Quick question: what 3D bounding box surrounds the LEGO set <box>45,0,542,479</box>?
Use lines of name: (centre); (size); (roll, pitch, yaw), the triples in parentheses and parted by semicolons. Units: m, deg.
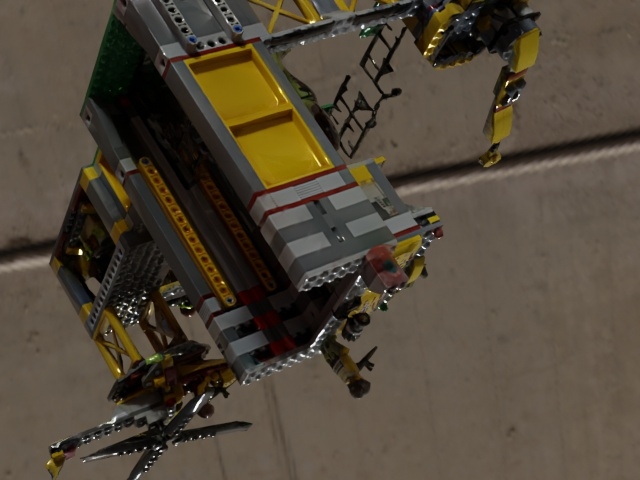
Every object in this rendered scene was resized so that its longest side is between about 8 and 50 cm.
LEGO set: (0.000, 0.000, 0.673); (0.255, 0.192, 0.331); (-15, -26, -40)
